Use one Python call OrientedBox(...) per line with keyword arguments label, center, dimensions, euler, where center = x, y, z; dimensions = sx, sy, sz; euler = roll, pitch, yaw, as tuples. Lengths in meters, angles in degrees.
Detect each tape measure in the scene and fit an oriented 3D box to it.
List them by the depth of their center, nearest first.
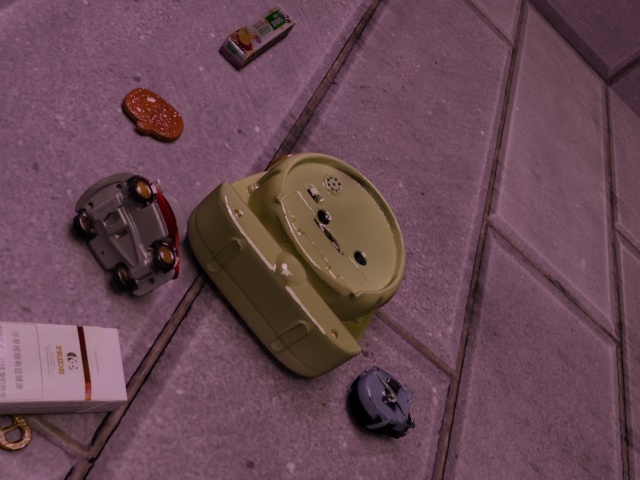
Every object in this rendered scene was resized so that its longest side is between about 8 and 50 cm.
OrientedBox(label="tape measure", center=(0.085, 0.226, 0.948), dimensions=(0.094, 0.054, 0.091), euler=(34, 36, -24))

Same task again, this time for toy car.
OrientedBox(label="toy car", center=(-0.208, -0.013, 0.820), dimensions=(0.139, 0.112, 0.112), euler=(63, 24, -1))

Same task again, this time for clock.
OrientedBox(label="clock", center=(0.000, 0.000, 0.987), dimensions=(0.286, 0.117, 0.348), euler=(51, 39, -2))

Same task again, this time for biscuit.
OrientedBox(label="biscuit", center=(-0.238, -0.175, 0.971), dimensions=(0.091, 0.015, 0.078), euler=(40, 42, -13))

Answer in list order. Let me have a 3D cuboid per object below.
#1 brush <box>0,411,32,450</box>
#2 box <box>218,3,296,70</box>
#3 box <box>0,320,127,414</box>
OrientedBox(label="brush", center=(-0.342, 0.106, 0.660), dimensions=(0.083, 0.010, 0.218), euler=(-25, 80, -50))
OrientedBox(label="box", center=(-0.107, -0.365, 1.222), dimensions=(0.050, 0.041, 0.207), euler=(43, 40, -6))
OrientedBox(label="box", center=(-0.271, 0.126, 0.680), dimensions=(0.154, 0.040, 0.083), euler=(13, 50, -47))
